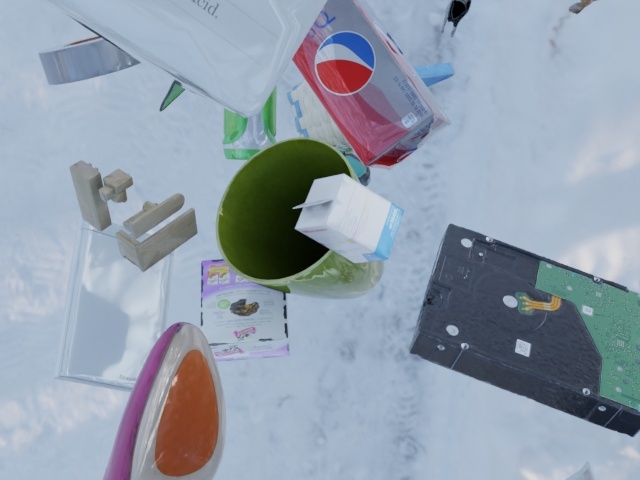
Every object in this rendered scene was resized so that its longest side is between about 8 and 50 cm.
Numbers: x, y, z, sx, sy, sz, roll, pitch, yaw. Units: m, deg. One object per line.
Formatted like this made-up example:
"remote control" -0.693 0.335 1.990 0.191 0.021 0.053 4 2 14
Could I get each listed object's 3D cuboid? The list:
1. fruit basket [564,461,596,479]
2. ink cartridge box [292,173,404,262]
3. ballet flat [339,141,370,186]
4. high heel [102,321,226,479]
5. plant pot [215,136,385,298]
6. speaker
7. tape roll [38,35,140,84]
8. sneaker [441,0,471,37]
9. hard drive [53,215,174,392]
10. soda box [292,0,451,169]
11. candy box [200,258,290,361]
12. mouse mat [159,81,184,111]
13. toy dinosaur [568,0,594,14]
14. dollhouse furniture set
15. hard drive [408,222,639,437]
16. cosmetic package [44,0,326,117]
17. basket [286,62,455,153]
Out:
"fruit basket" 0.415 0.504 1.224 0.166 0.327 0.353 -14 158 -4
"ink cartridge box" 0.038 -0.036 1.296 0.143 0.092 0.089 30 71 -27
"ballet flat" 0.063 -0.201 2.141 0.074 0.203 0.074 -24 139 -23
"high heel" -0.211 0.264 0.854 0.127 0.181 0.377 24 73 -49
"plant pot" 0.000 0.000 1.551 0.275 0.275 0.293 -45 144 3
"speaker" -0.155 -0.327 1.861 0.131 0.131 0.296 -1 96 -23
"tape roll" -0.489 -0.398 1.810 0.219 0.219 0.072 -18 110 -14
"sneaker" 0.325 -0.548 1.903 0.051 0.089 0.170 27 112 -7
"hard drive" -0.438 0.142 1.821 0.233 0.047 0.352 20 63 -38
"soda box" 0.015 -0.198 0.821 0.083 0.263 0.092 -37 169 18
"candy box" -0.145 0.129 1.613 0.165 0.196 0.070 -4 143 -1
"mouse mat" -0.120 -0.231 0.968 0.007 0.190 0.152 43 62 -6
"toy dinosaur" 0.691 -0.600 2.002 0.112 0.212 0.064 41 61 -36
"dollhouse furniture set" -0.305 -0.065 1.387 0.123 0.151 0.144 -39 146 -33
"hard drive" 0.318 0.125 1.236 0.339 0.237 0.064 19 137 3
"cosmetic package" -0.045 -0.291 0.468 0.217 0.156 0.385 28 94 -33
"basket" 0.104 -0.290 1.696 0.255 0.289 0.201 -17 85 -53
